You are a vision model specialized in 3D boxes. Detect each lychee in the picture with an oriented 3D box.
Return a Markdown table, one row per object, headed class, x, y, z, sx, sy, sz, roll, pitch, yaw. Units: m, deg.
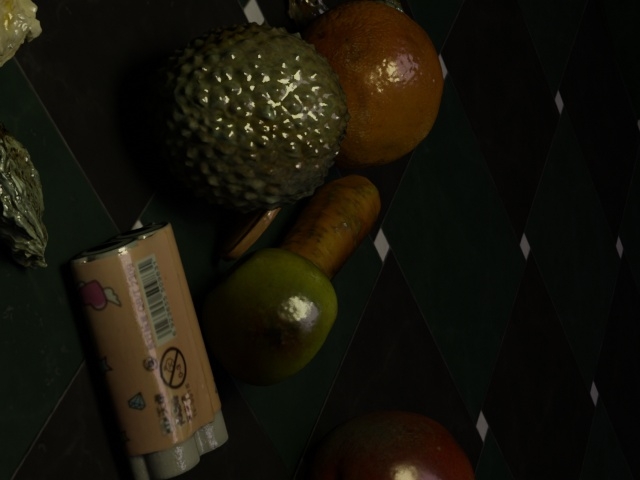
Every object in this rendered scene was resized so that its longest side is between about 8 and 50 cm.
| class | x | y | z | sx | sy | sz | roll | pitch | yaw |
| --- | --- | --- | --- | --- | --- | --- | --- | --- | --- |
| lychee | -0.097 | -0.162 | 1.818 | 0.274 | 0.255 | 0.255 | 7 | 77 | -57 |

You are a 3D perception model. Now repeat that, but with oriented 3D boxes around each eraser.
| class | x | y | z | sx | sy | sz | roll | pitch | yaw |
| --- | --- | --- | --- | --- | --- | --- | --- | --- | --- |
| eraser | -0.206 | 0.136 | 1.719 | 0.171 | 0.087 | 0.291 | -31 | 109 | -57 |

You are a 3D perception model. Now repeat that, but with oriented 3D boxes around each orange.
| class | x | y | z | sx | sy | sz | roll | pitch | yaw |
| --- | --- | --- | --- | --- | --- | --- | --- | --- | --- |
| orange | 0.065 | -0.234 | 2.146 | 0.264 | 0.264 | 0.264 | 24 | 62 | -57 |

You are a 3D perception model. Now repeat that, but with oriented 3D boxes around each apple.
| class | x | y | z | sx | sy | sz | roll | pitch | yaw |
| --- | --- | --- | --- | --- | --- | --- | --- | --- | --- |
| apple | -0.071 | 0.099 | 1.874 | 0.157 | 0.196 | 0.196 | 46 | 37 | -7 |

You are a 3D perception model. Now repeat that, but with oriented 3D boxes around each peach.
| class | x | y | z | sx | sy | sz | roll | pitch | yaw |
| --- | --- | --- | --- | --- | --- | --- | --- | --- | --- |
| peach | 0.096 | 0.364 | 2.040 | 0.252 | 0.252 | 0.252 | 24 | 62 | -57 |

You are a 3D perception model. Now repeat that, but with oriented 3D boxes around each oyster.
| class | x | y | z | sx | sy | sz | roll | pitch | yaw |
| --- | --- | --- | --- | --- | --- | --- | --- | --- | --- |
| oyster | -0.347 | -0.056 | 1.543 | 0.125 | 0.064 | 0.177 | 11 | 62 | -75 |

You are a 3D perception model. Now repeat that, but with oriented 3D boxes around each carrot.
| class | x | y | z | sx | sy | sz | roll | pitch | yaw |
| --- | --- | --- | --- | --- | --- | --- | --- | --- | --- |
| carrot | 0.000 | 0.000 | 2.106 | 0.302 | 0.114 | 0.114 | -53 | 128 | -50 |

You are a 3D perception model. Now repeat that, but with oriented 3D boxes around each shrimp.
| class | x | y | z | sx | sy | sz | roll | pitch | yaw |
| --- | --- | --- | --- | --- | --- | --- | --- | --- | --- |
| shrimp | 0.039 | -0.357 | 2.265 | 0.169 | 0.058 | 0.296 | -41 | 126 | -19 |

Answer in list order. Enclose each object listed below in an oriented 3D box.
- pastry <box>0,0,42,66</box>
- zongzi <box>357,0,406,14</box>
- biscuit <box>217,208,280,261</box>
| class | x | y | z | sx | sy | sz | roll | pitch | yaw |
| --- | --- | --- | --- | --- | --- | --- | --- | --- | --- |
| pastry | -0.393 | -0.207 | 1.455 | 0.121 | 0.089 | 0.258 | 55 | 32 | -19 |
| zongzi | 0.148 | -0.334 | 2.468 | 0.256 | 0.115 | 0.228 | -40 | 114 | -65 |
| biscuit | -0.099 | -0.031 | 1.943 | 0.023 | 0.118 | 0.140 | 40 | 78 | -20 |
